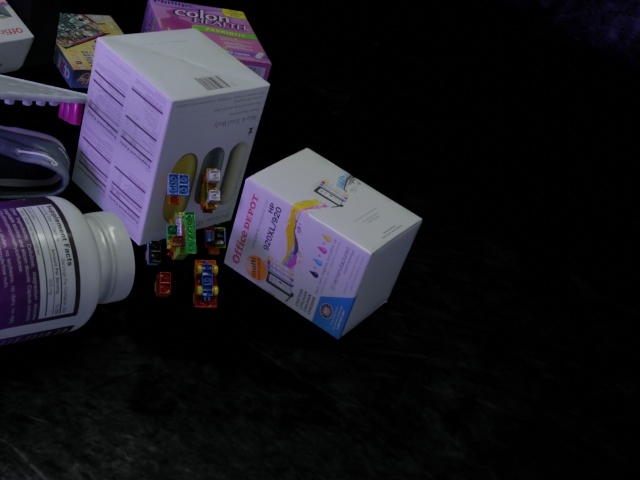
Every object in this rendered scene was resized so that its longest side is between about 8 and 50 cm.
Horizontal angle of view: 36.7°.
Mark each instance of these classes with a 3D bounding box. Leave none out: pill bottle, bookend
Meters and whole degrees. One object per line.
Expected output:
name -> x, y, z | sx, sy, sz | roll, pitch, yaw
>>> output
pill bottle -> -0.407, 0.042, 1.214 | 0.323, 0.181, 0.181 | -10, 43, -38
bookend -> -0.581, -0.442, 1.859 | 0.157, 0.156, 0.072 | 37, 36, 26

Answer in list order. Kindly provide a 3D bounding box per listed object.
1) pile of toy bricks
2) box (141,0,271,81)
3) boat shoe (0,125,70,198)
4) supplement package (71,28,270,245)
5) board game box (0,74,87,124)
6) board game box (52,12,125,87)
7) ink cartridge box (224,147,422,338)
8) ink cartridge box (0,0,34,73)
pile of toy bricks -> -0.207, 0.000, 1.455 | 0.118, 0.105, 0.212 | 3, 77, -19
box -> -0.242, -0.384, 1.990 | 0.213, 0.117, 0.243 | 3, 36, -24
boat shoe -> -0.533, -0.122, 1.451 | 0.319, 0.116, 0.099 | 5, 31, -31
supplement package -> -0.243, -0.170, 1.537 | 0.199, 0.263, 0.198 | -18, 48, -44
board game box -> -0.591, -0.235, 1.463 | 0.389, 0.050, 0.390 | 14, 10, 17
board game box -> -0.461, -0.384, 1.942 | 0.165, 0.042, 0.243 | -5, 40, -34
ink cartridge box -> 0.000, 0.000, 1.504 | 0.232, 0.171, 0.168 | 32, 35, 19
ink cartridge box -> -0.657, -0.407, 1.775 | 0.154, 0.093, 0.212 | -25, 73, -47
